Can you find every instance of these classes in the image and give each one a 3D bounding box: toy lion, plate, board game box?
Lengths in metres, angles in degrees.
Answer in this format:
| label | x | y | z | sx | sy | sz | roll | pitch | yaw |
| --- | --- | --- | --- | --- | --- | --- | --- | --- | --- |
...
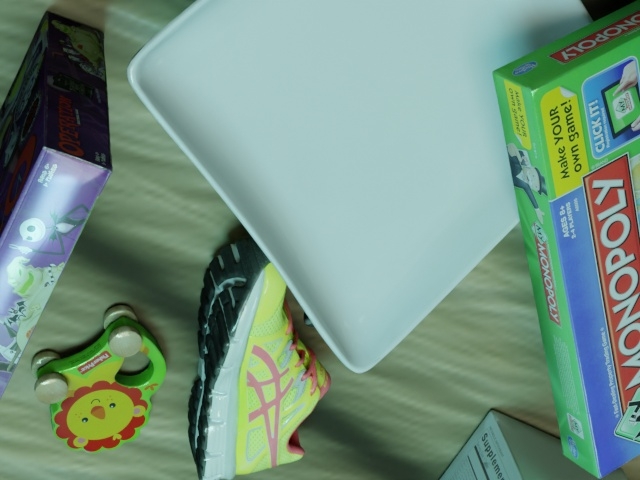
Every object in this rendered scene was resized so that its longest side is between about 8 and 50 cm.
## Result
| label | x | y | z | sx | sy | sz | roll | pitch | yaw |
| --- | --- | --- | --- | --- | --- | --- | --- | --- | --- |
| toy lion | -0.151 | 0.106 | 1.317 | 0.100 | 0.034 | 0.096 | -33 | 128 | 7 |
| plate | 0.043 | -0.101 | 1.185 | 0.278 | 0.045 | 0.277 | -44 | 121 | -12 |
| board game box | 0.239 | -0.015 | 1.279 | 0.213 | 0.046 | 0.317 | -28 | 124 | -21 |
| board game box | -0.220 | 0.048 | 1.162 | 0.056 | 0.208 | 0.346 | 20 | 113 | -22 |

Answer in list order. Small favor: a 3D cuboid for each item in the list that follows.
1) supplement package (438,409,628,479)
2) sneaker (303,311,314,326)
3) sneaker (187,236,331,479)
| label | x | y | z | sx | sy | sz | roll | pitch | yaw |
| --- | --- | --- | --- | --- | --- | --- | --- | --- | --- |
| supplement package | 0.131 | 0.277 | 1.411 | 0.134 | 0.139 | 0.244 | 25 | 112 | -23 |
| sneaker | 0.000 | 0.000 | 1.271 | 0.065 | 0.061 | 0.158 | -8 | 119 | 4 |
| sneaker | -0.037 | 0.081 | 1.302 | 0.094 | 0.081 | 0.208 | 0 | 130 | -14 |
